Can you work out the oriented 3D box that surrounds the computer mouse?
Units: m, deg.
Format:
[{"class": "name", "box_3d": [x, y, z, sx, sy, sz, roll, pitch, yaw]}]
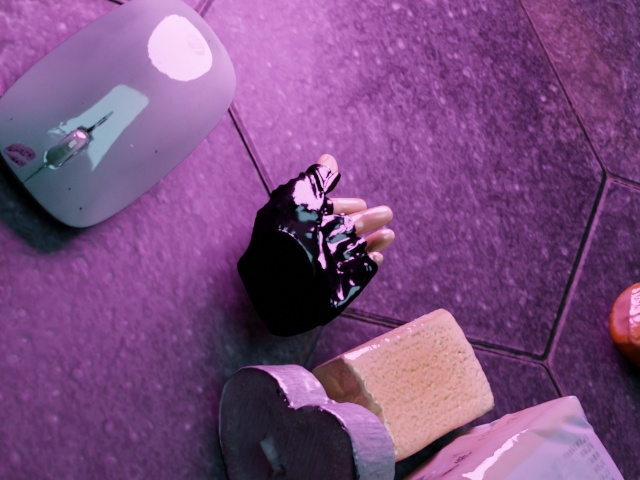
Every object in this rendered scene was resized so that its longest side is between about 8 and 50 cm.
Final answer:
[{"class": "computer mouse", "box_3d": [-0.184, -0.134, 1.528, 0.159, 0.097, 0.288, 54, 43, -10]}]

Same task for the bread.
[{"class": "bread", "box_3d": [0.090, 0.154, 1.650, 0.188, 0.068, 0.125, -21, 84, -47]}]

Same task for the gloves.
[{"class": "gloves", "box_3d": [0.000, 0.000, 1.617, 0.203, 0.124, 0.164, -30, 113, -67]}]

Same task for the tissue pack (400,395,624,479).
[{"class": "tissue pack", "box_3d": [0.154, 0.381, 1.493, 0.405, 0.205, 0.331, -30, 91, -47]}]

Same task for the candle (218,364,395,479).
[{"class": "candle", "box_3d": [-0.022, 0.209, 1.472, 0.068, 0.192, 0.168, -1, 113, -44]}]

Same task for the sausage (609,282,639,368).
[{"class": "sausage", "box_3d": [0.467, 0.140, 1.981, 0.274, 0.105, 0.105, 28, 53, -30]}]
